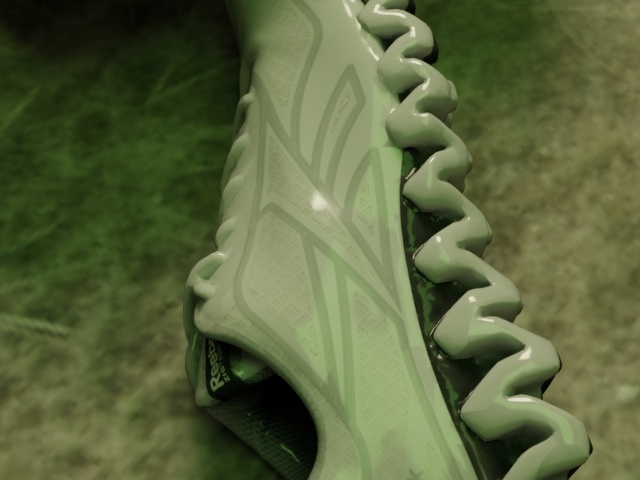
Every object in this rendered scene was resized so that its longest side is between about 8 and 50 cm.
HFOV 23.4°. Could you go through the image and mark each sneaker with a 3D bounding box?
[{"bbox_3d":[0.000,0.000,0.563,0.118,0.110,0.292,-14,61,-8],"label":"sneaker"}]
